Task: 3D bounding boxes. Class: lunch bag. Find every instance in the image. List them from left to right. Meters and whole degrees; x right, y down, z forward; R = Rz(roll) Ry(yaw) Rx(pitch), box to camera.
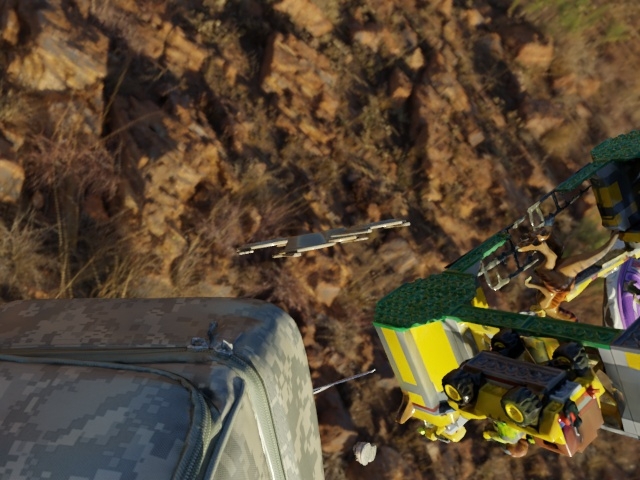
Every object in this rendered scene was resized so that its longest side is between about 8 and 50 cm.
[{"bbox_3d":[-0.162,0.173,0.466,0.256,0.305,0.212,-54,140,-64],"label":"lunch bag"}]

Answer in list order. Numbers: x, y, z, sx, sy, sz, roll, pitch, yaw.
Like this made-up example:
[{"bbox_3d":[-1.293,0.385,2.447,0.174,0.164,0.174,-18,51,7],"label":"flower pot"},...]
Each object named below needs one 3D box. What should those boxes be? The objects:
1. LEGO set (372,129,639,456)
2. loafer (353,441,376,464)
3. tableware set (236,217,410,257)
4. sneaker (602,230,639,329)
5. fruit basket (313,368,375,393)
[{"bbox_3d":[0.211,0.069,0.409,0.331,0.255,0.192,-35,110,-35],"label":"LEGO set"},{"bbox_3d":[0.083,0.433,1.454,0.125,0.039,0.045,47,54,-67],"label":"loafer"},{"bbox_3d":[0.000,0.000,0.737,0.169,0.141,0.020,-10,91,-28],"label":"tableware set"},{"bbox_3d":[0.308,0.041,0.676,0.169,0.071,0.068,-67,149,-32],"label":"sneaker"},{"bbox_3d":[-0.145,0.245,1.006,0.353,0.327,0.165,-18,79,-29],"label":"fruit basket"}]
